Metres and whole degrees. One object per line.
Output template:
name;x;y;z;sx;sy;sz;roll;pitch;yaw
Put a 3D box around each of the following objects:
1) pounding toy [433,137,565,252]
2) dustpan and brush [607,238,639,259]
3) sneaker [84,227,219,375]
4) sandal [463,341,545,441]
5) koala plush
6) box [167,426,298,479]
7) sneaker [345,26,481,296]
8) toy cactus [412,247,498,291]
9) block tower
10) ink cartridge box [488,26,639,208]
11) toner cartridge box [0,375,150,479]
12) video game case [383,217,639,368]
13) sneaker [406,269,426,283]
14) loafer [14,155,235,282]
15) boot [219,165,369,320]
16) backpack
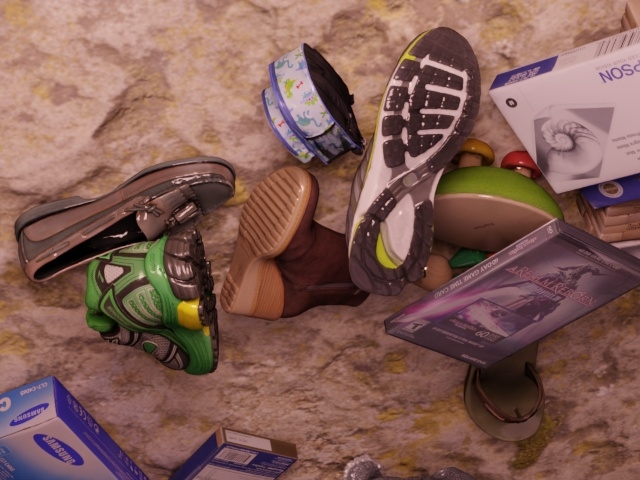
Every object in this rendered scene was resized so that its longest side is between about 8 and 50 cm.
pounding toy;0.182;-0.066;1.748;0.237;0.110;0.183;0;159;28
dustpan and brush;0.334;0.030;1.868;0.147;0.211;0.060;-9;97;-16
sneaker;-0.198;0.074;1.722;0.146;0.134;0.343;-5;159;0
sandal;0.268;0.210;2.091;0.120;0.086;0.303;-14;141;0
koala plush;0.134;0.423;2.241;0.221;0.196;0.203;28;114;-39
box;-0.152;0.364;2.187;0.136;0.036;0.225;18;130;-33
sneaker;0.087;-0.095;1.616;0.111;0.121;0.300;17;99;-18
toy cactus;0.187;0.044;1.881;0.180;0.112;0.219;17;137;-7
block tower;0.385;-0.131;1.719;0.097;0.091;0.335;-8;141;-8
ink cartridge box;0.334;-0.121;1.622;0.223;0.045;0.224;-15;124;43
toner cartridge box;-0.369;0.329;2.051;0.165;0.075;0.348;-22;140;7
video game case;0.242;0.072;1.783;0.274;0.026;0.196;-32;142;34
sneaker;0.081;0.026;1.765;0.075;0.057;0.161;-27;160;0
loafer;-0.220;-0.016;1.676;0.267;0.084;0.096;-17;141;4
boot;0.000;0.000;1.789;0.207;0.090;0.248;-4;138;-33
backpack;-0.015;-0.146;1.568;0.084;0.105;0.114;-26;137;13
